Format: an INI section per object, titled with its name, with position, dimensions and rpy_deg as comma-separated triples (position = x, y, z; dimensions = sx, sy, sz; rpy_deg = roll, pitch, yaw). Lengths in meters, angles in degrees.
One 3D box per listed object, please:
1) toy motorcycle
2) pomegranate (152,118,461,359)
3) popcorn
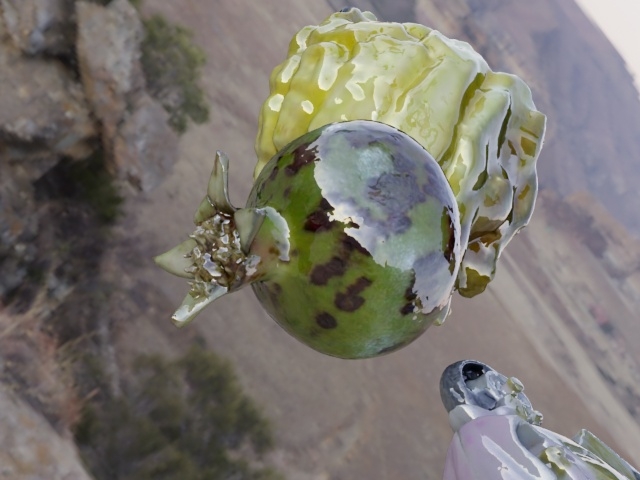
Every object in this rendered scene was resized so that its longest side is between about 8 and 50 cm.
[toy motorcycle]
position = 0.136, 0.151, 0.599
dimensions = 0.225, 0.073, 0.152
rpy_deg = 43, 22, 10
[pomegranate]
position = 0.000, -0.005, 0.704
dimensions = 0.169, 0.148, 0.148
rpy_deg = 17, 30, -27
[popcorn]
position = 0.067, -0.061, 1.042
dimensions = 0.237, 0.292, 0.293
rpy_deg = 15, -3, 23
